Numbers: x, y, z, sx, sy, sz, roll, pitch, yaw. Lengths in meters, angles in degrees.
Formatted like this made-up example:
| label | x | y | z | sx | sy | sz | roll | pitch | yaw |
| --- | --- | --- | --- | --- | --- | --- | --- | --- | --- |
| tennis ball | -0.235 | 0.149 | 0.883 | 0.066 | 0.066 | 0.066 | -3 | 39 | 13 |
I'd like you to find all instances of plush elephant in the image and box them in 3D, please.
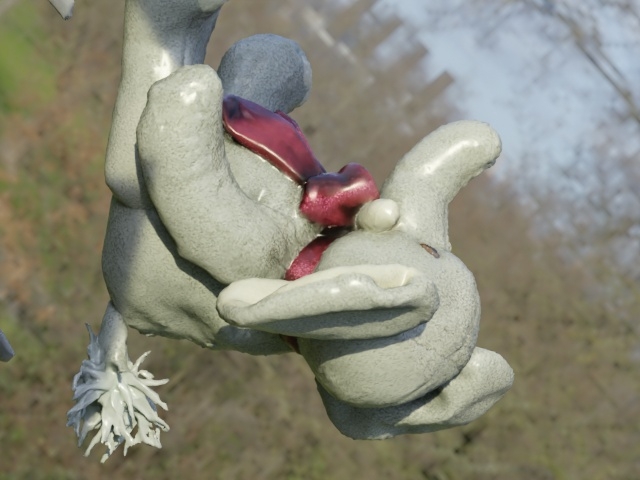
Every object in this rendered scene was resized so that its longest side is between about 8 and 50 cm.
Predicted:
| label | x | y | z | sx | sy | sz | roll | pitch | yaw |
| --- | --- | --- | --- | --- | --- | --- | --- | --- | --- |
| plush elephant | 0.000 | 0.000 | 1.124 | 0.255 | 0.330 | 0.272 | 11 | -14 | 15 |

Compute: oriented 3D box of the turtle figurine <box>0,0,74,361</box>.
| label | x | y | z | sx | sy | sz | roll | pitch | yaw |
| --- | --- | --- | --- | --- | --- | --- | --- | --- | --- |
| turtle figurine | -0.199 | -0.117 | 0.852 | 0.274 | 0.198 | 0.266 | 34 | -23 | -6 |
